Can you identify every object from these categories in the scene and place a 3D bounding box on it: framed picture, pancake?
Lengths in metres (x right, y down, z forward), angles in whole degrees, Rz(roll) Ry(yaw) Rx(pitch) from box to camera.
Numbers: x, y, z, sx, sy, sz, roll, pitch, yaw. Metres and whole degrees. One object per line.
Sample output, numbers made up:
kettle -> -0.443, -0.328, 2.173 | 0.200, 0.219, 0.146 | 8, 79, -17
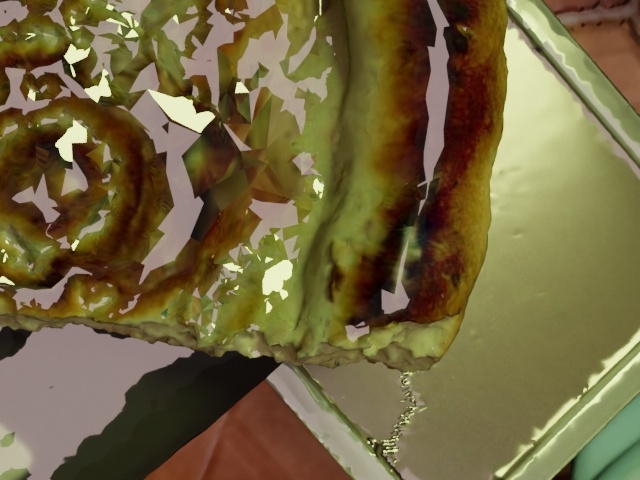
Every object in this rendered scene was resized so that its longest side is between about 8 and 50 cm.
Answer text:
framed picture -> 0.045, -0.020, 0.920 | 0.231, 0.018, 0.293 | -42, 95, -12
pancake -> -0.078, -0.138, 0.756 | 0.305, 0.067, 0.426 | -10, 97, -9

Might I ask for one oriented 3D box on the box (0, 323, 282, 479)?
box -> -0.222, 0.001, 0.817 | 0.359, 0.091, 0.350 | -41, 99, -5

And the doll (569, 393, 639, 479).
doll -> 0.197, 0.197, 0.988 | 0.187, 0.376, 0.365 | 20, 104, 22
